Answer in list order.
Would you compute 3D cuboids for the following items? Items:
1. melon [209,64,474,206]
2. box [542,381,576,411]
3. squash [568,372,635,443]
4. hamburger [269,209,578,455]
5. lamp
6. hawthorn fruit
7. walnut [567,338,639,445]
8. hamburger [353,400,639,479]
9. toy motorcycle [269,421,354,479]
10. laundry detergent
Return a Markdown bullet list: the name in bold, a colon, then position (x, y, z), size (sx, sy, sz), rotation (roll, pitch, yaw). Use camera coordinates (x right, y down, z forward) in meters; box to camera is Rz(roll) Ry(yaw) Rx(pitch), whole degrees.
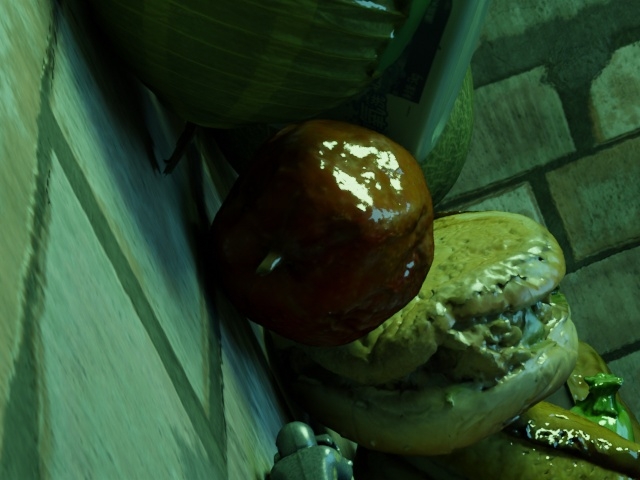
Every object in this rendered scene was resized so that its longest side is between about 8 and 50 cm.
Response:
- **melon**: position (0.009, -0.148, 1.571), size (0.237, 0.237, 0.302), rotation (50, 20, -75)
- **box**: position (0.171, 0.218, 1.908), size (0.153, 0.188, 0.252), rotation (24, -42, 65)
- **squash**: position (0.254, 0.327, 1.821), size (0.107, 0.107, 0.395), rotation (-74, 171, -82)
- **hamburger**: position (0.087, 0.072, 1.471), size (0.286, 0.243, 0.146), rotation (-64, 142, -65)
- **lamp**: position (-0.048, -0.170, 1.210), size (0.250, 0.250, 0.284), rotation (-92, -159, -75)
- **hawthorn fruit**: position (0.005, -0.005, 1.316), size (0.179, 0.173, 0.173), rotation (108, -38, -77)
- **walnut**: position (0.246, 0.253, 2.200), size (0.344, 0.306, 0.306), rotation (-109, 175, -50)
- **hamburger**: position (0.172, 0.212, 1.629), size (0.304, 0.284, 0.174), rotation (-35, 139, -83)
- **toy motorcycle**: position (0.003, 0.178, 1.169), size (0.193, 0.061, 0.124), rotation (-104, 172, -71)
- **laundry detergent**: position (-0.017, -0.193, 1.385), size (0.105, 0.280, 0.215), rotation (-48, 159, -59)
